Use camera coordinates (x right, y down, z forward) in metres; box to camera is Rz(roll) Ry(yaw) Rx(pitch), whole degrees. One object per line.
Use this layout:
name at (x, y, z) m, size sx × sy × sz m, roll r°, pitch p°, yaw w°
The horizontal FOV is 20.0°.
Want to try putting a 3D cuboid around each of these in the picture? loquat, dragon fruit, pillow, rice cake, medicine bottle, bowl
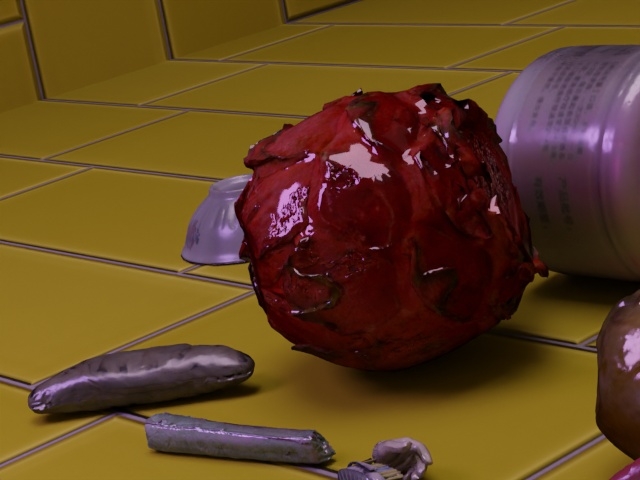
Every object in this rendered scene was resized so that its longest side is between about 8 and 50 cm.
loquat at (0.329, 0.107, 1.441) m, size 0.227 × 0.179 × 0.179 m, roll -5°, pitch 16°, yaw 13°
dragon fruit at (0.068, -0.012, 1.804) m, size 0.301 × 0.296 × 0.295 m, roll -13°, pitch 16°, yaw -3°
pillow at (-0.183, 0.138, 1.877) m, size 0.241 × 0.051 × 0.093 m, roll -11°, pitch 15°, yaw 7°
rice cake at (-0.079, 0.184, 1.680) m, size 0.207 × 0.033 × 0.033 m, roll 1°, pitch 21°, yaw 34°
medicine bottle at (0.369, -0.080, 1.911) m, size 0.325 × 0.256 × 0.256 m, roll 4°, pitch 21°, yaw 45°
bowl at (-0.099, -0.037, 2.374) m, size 0.189 × 0.086 × 0.189 m, roll -10°, pitch 16°, yaw 3°

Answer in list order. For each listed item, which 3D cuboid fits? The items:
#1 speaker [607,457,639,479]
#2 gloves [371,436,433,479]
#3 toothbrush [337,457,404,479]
speaker at (0.234, 0.225, 0.879) m, size 0.294 × 0.294 × 0.294 m, roll -9°, pitch 16°, yaw 3°
gloves at (0.068, 0.186, 1.567) m, size 0.037 × 0.044 × 0.081 m, roll -46°, pitch 33°, yaw -14°
toothbrush at (0.134, 0.227, 1.393) m, size 0.042 × 0.035 × 0.413 m, roll -16°, pitch 16°, yaw -29°
